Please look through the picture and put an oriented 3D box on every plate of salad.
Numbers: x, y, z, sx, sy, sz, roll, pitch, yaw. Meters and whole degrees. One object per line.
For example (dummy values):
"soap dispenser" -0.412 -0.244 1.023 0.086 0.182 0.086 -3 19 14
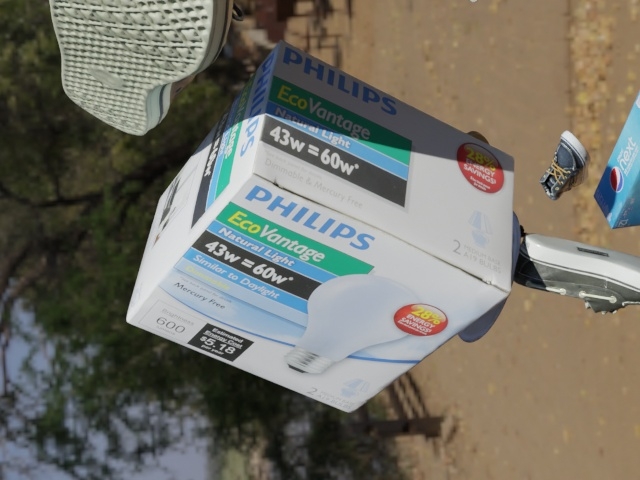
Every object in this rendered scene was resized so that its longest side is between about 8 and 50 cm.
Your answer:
"plate of salad" 0.243 0.051 1.630 0.200 0.048 0.200 -162 90 -77

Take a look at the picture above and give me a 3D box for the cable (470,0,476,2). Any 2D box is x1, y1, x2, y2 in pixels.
"cable" 0.118 -0.453 1.716 0.072 0.287 0.140 -36 44 49

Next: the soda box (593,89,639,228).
"soda box" 0.442 -0.111 1.547 0.210 0.071 0.067 102 157 -48

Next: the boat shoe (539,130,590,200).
"boat shoe" 0.449 -0.132 2.122 0.065 0.083 0.183 50 178 26

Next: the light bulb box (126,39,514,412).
"light bulb box" 0.000 0.000 1.458 0.361 0.357 0.225 -46 28 46

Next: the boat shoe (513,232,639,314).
"boat shoe" 0.348 0.051 1.412 0.078 0.219 0.070 -53 -23 -70

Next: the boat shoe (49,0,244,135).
"boat shoe" -0.186 -0.255 1.256 0.156 0.186 0.500 -61 8 -16

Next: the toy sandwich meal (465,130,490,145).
"toy sandwich meal" 0.224 -0.119 1.684 0.029 0.085 0.086 -6 87 44
